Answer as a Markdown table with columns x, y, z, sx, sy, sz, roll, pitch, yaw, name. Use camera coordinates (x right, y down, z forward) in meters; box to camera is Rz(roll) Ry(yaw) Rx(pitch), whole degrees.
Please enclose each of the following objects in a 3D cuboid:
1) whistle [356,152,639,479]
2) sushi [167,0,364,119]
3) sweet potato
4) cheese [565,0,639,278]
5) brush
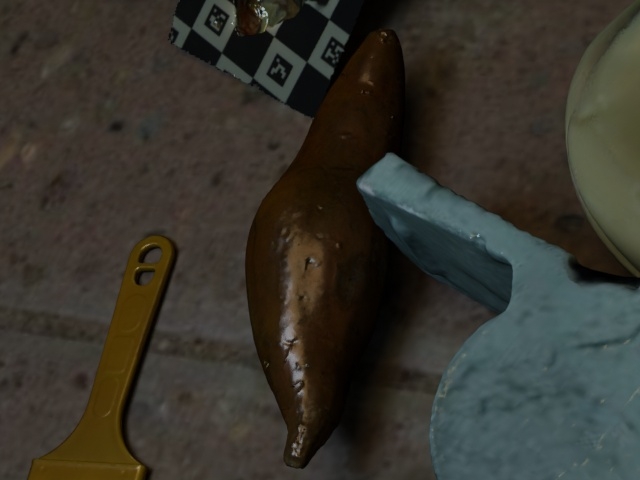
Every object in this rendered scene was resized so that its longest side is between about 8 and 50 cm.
| x | y | z | sx | sy | sz | roll | pitch | yaw | name |
| --- | --- | --- | --- | --- | --- | --- | --- | --- | --- |
| 0.164 | 0.084 | 1.291 | 0.188 | 0.168 | 0.404 | -26 | 53 | 11 | whistle |
| -0.020 | -0.226 | 1.630 | 0.193 | 0.040 | 0.210 | 30 | 107 | 33 | sushi |
| -0.001 | 0.005 | 1.463 | 0.112 | 0.112 | 0.359 | -7 | 56 | 23 | sweet potato |
| 0.297 | -0.079 | 1.353 | 0.266 | 0.127 | 0.233 | -40 | 52 | 1 | cheese |
| -0.160 | 0.114 | 1.536 | 0.103 | 0.013 | 0.272 | 0 | 61 | 27 | brush |
